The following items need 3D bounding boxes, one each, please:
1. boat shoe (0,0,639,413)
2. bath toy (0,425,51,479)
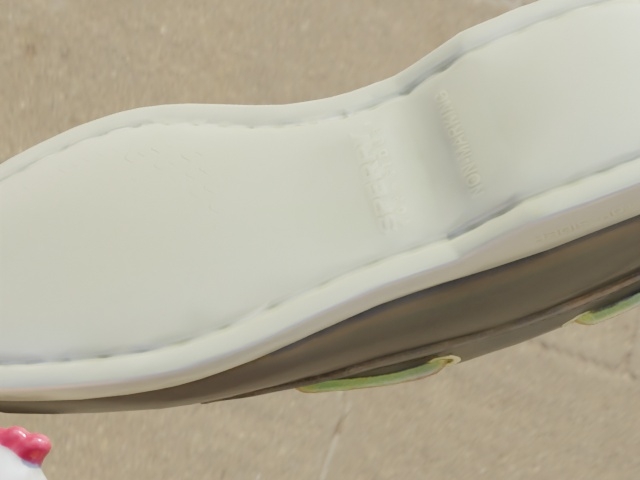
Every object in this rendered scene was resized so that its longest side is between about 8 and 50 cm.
[{"bbox_3d":[0.001,0.004,0.630,0.305,0.091,0.109,-16,56,9],"label":"boat shoe"},{"bbox_3d":[-0.195,0.183,0.949,0.151,0.348,0.129,41,97,-4],"label":"bath toy"}]
